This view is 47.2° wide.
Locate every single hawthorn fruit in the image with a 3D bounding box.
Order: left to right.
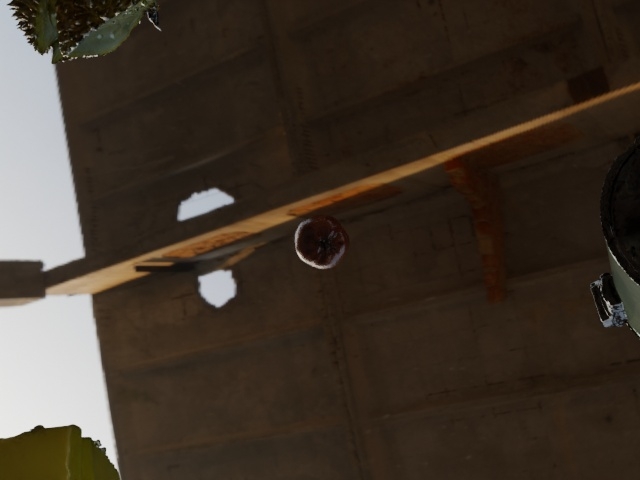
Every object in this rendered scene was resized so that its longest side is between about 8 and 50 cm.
[{"bbox_3d":[0.000,0.000,1.080,0.081,0.093,0.081,-1,-83,-9],"label":"hawthorn fruit"}]

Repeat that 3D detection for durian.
[{"bbox_3d":[-0.252,-0.299,0.837,0.193,0.237,0.137,-34,-81,12],"label":"durian"}]

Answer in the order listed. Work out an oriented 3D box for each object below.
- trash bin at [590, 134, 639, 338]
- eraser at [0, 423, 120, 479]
[{"bbox_3d":[0.426,0.010,0.789,0.277,0.262,0.217,-19,-116,18],"label":"trash bin"},{"bbox_3d":[-0.151,0.236,0.445,0.069,0.158,0.226,-12,-117,-11],"label":"eraser"}]
